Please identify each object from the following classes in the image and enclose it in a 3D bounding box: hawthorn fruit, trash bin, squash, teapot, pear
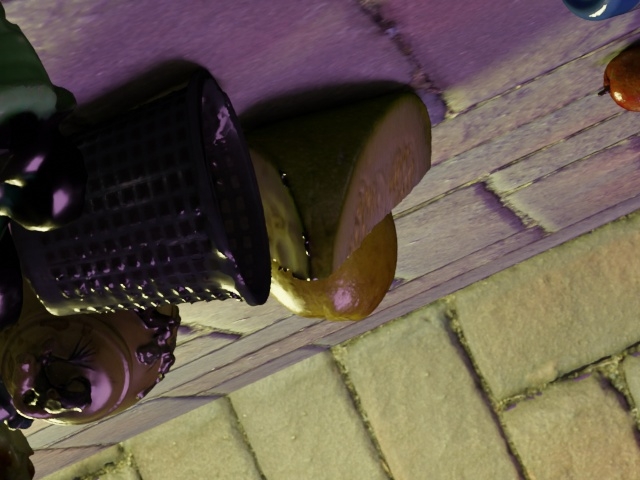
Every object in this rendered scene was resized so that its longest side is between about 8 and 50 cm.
[{"bbox_3d":[0.328,-0.165,1.926,0.077,0.077,0.077,-23,171,-4],"label":"hawthorn fruit"},{"bbox_3d":[-0.134,-0.021,1.352,0.161,0.175,0.175,-13,172,7],"label":"trash bin"},{"bbox_3d":[0.044,-0.064,1.612,0.288,0.111,0.203,-12,-158,-36],"label":"squash"},{"bbox_3d":[-0.202,0.083,1.616,0.269,0.173,0.182,-33,-157,19],"label":"teapot"},{"bbox_3d":[0.000,0.000,1.784,0.149,0.162,0.149,-12,171,-2],"label":"pear"}]

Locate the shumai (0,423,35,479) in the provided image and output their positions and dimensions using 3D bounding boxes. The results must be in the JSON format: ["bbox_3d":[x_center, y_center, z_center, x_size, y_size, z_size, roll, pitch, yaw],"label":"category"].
[{"bbox_3d":[-0.411,0.220,1.800,0.260,0.222,0.225,-22,172,-6],"label":"shumai"}]

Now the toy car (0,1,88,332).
[{"bbox_3d":[-0.267,-0.022,0.956,0.213,0.176,0.359,-19,166,-29],"label":"toy car"}]

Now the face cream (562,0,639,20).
[{"bbox_3d":[0.297,-0.236,1.378,0.264,0.083,0.149,-21,174,-20],"label":"face cream"}]
